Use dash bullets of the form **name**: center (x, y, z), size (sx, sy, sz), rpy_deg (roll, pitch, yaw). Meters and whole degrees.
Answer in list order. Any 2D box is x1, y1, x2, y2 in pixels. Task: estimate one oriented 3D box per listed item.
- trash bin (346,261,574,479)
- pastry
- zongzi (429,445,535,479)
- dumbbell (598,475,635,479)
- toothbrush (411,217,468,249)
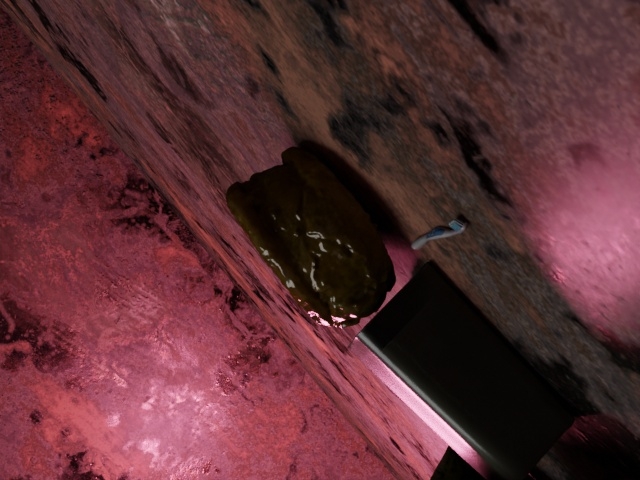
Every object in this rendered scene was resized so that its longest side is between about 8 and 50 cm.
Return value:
- **trash bin**: center (0.160, 0.164, 0.948), size (0.240, 0.122, 0.164), rpy_deg (45, 168, 7)
- **pastry**: center (0.000, 0.000, 0.987), size (0.235, 0.132, 0.240), rpy_deg (50, -177, -42)
- **zongzi**: center (0.308, 0.470, 1.153), size (0.383, 0.319, 0.362), rpy_deg (28, 165, 4)
- **dumbbell**: center (0.334, 0.287, 0.789), size (0.092, 0.082, 0.231), rpy_deg (47, 168, 5)
- **toothbrush**: center (0.119, -0.004, 0.811), size (0.017, 0.014, 0.162), rpy_deg (34, 168, -2)
